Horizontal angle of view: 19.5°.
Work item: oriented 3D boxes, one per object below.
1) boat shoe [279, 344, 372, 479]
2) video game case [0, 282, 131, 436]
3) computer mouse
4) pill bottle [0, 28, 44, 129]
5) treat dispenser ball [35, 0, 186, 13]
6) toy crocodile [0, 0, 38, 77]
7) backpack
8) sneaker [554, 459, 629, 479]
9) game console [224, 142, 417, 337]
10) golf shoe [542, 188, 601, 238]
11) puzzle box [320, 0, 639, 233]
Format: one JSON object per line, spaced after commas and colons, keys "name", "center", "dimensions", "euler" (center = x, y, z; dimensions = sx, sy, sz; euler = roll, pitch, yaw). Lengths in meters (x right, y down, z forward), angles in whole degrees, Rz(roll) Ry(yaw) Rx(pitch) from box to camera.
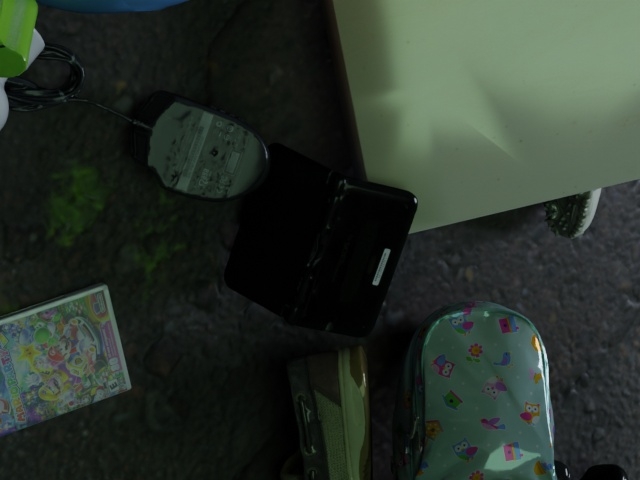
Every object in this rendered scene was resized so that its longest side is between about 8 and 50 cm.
{"name": "boat shoe", "center": [0.005, 0.183, 1.487], "dimensions": [0.073, 0.080, 0.223], "euler": [2, 118, 4]}
{"name": "video game case", "center": [-0.206, 0.090, 1.385], "dimensions": [0.122, 0.011, 0.087], "euler": [-19, 110, -23]}
{"name": "computer mouse", "center": [-0.146, -0.089, 1.368], "dimensions": [0.242, 0.041, 0.071], "euler": [22, 92, -23]}
{"name": "pill bottle", "center": [-0.288, -0.080, 1.241], "dimensions": [0.216, 0.121, 0.121], "euler": [-51, 119, -10]}
{"name": "treat dispenser ball", "center": [-0.134, -0.287, 1.180], "dimensions": [0.288, 0.288, 0.288], "euler": [-6, 104, -27]}
{"name": "toy crocodile", "center": [-0.341, -0.106, 1.141], "dimensions": [0.340, 0.115, 0.105], "euler": [-8, 133, 1]}
{"name": "backpack", "center": [0.126, 0.141, 1.487], "dimensions": [0.152, 0.115, 0.182], "euler": [2, 75, -12]}
{"name": "sneaker", "center": [0.150, 0.250, 1.566], "dimensions": [0.293, 0.102, 0.146], "euler": [-8, 103, -33]}
{"name": "game console", "center": [0.000, 0.000, 1.425], "dimensions": [0.107, 0.071, 0.122], "euler": [12, 107, -25]}
{"name": "golf shoe", "center": [0.231, -0.088, 1.550], "dimensions": [0.086, 0.069, 0.176], "euler": [-3, 105, -35]}
{"name": "puzzle box", "center": [0.208, -0.176, 1.455], "dimensions": [0.409, 0.052, 0.272], "euler": [-13, 102, -10]}
